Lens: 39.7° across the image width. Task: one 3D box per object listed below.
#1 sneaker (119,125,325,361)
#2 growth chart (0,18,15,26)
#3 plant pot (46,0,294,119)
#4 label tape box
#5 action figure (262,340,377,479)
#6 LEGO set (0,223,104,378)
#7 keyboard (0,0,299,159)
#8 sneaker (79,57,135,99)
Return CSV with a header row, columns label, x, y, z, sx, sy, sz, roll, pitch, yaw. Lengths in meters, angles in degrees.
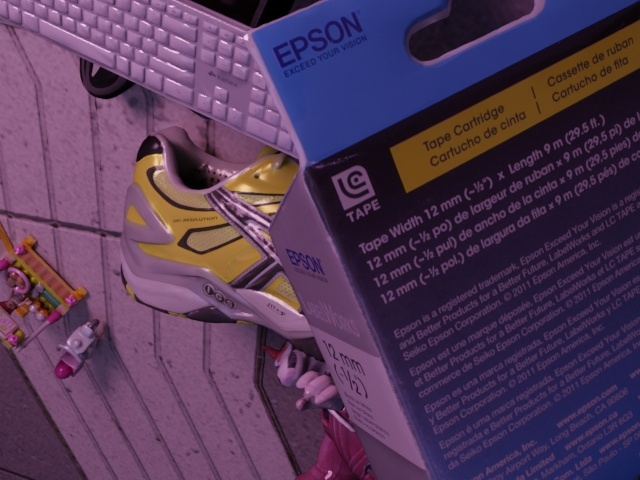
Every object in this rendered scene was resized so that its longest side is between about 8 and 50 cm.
label,x,y,z,sx,sy,sz,roll,pitch,yaw
sneaker,0.000,0.000,0.712,0.384,0.145,0.147,8,115,18
growth chart,-0.308,-0.230,0.761,0.237,0.021,0.172,16,159,20
plant pot,-0.072,-0.229,0.564,0.187,0.167,0.188,35,134,3
label tape box,0.112,-0.005,0.551,0.115,0.249,0.348,14,130,67
action figure,0.093,0.190,0.784,0.370,0.275,0.248,51,142,20
LEGO set,-0.387,0.055,1.004,0.287,0.107,0.132,30,133,8
keyboard,-0.111,-0.125,0.539,0.256,0.014,0.072,26,132,12
sneaker,-0.158,-0.176,0.713,0.067,0.078,0.188,45,138,-7
